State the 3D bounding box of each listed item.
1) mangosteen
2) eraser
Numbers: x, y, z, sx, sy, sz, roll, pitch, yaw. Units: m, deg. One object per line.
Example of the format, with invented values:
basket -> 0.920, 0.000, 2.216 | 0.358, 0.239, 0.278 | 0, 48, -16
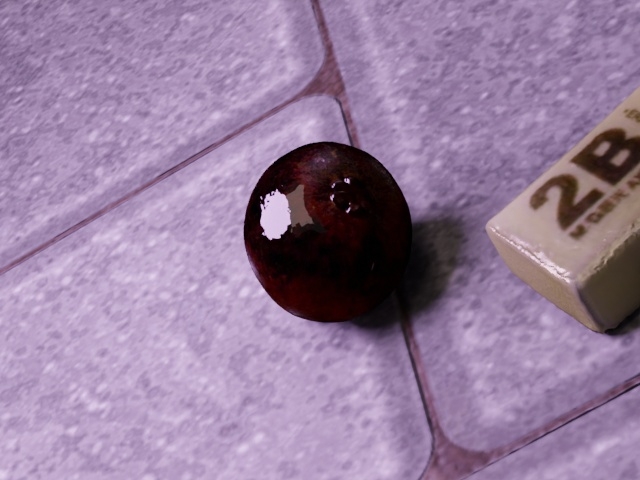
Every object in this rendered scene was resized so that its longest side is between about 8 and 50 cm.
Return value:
mangosteen -> 0.000, 0.000, 1.396 | 0.140, 0.140, 0.140 | -24, 36, 19
eraser -> 0.204, -0.030, 1.285 | 0.172, 0.058, 0.117 | -42, 34, -7
